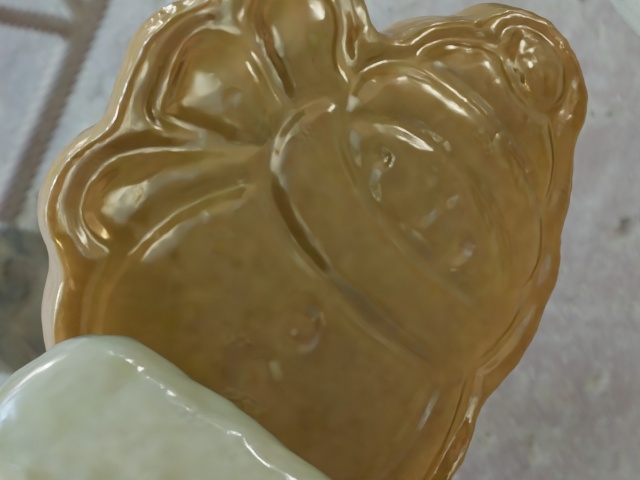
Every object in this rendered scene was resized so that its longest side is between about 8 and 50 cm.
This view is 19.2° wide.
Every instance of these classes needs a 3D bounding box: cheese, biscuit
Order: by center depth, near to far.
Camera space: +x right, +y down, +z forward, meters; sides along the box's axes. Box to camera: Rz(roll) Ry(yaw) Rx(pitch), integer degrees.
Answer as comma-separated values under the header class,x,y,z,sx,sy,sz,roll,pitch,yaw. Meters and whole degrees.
class,x,y,z,sx,sy,sz,roll,pitch,yaw
cheese,0.022,0.217,0.833,0.351,0.328,0.129,30,66,29
biscuit,0.000,0.000,1.052,0.351,0.312,0.057,-58,30,-2

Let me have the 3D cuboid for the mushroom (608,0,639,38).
class,x,y,z,sx,sy,sz,roll,pitch,yaw
mushroom,0.237,-0.257,1.482,0.328,0.159,0.122,46,115,23
